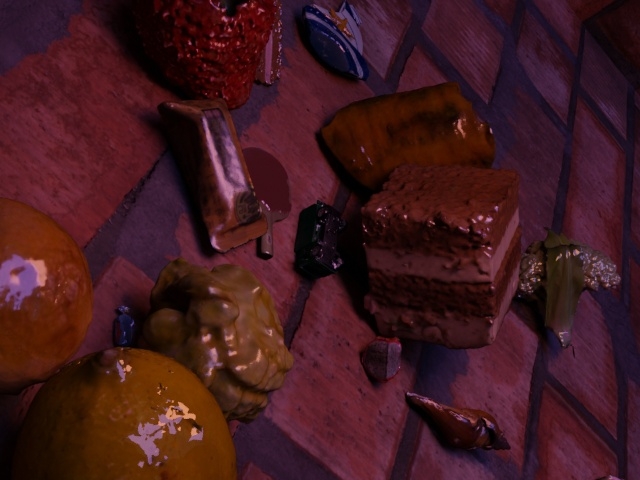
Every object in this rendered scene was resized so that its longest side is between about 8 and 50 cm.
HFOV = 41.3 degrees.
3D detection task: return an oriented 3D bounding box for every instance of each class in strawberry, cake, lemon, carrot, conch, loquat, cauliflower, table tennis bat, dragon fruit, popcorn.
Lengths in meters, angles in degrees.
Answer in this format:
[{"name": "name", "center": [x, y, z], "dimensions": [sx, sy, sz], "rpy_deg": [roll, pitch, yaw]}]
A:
[{"name": "strawberry", "center": [-0.208, -0.382, 1.500], "dimensions": [0.261, 0.257, 0.261], "rpy_deg": [16, 44, -16]}, {"name": "cake", "center": [0.238, 0.022, 1.621], "dimensions": [0.282, 0.256, 0.290], "rpy_deg": [-50, 141, -51]}, {"name": "lemon", "center": [-0.227, 0.261, 0.989], "dimensions": [0.258, 0.258, 0.310], "rpy_deg": [-32, 124, -52]}, {"name": "cake", "center": [-0.144, -0.454, 1.712], "dimensions": [0.116, 0.113, 0.295], "rpy_deg": [3, 77, -45]}, {"name": "carrot", "center": [0.195, -0.201, 1.803], "dimensions": [0.241, 0.341, 0.241], "rpy_deg": [-12, 90, -77]}, {"name": "conch", "center": [0.267, 0.360, 1.638], "dimensions": [0.233, 0.086, 0.080], "rpy_deg": [16, 97, -25]}, {"name": "loquat", "center": [-0.380, 0.066, 1.017], "dimensions": [0.238, 0.193, 0.238], "rpy_deg": [19, 56, -32]}, {"name": "cauliflower", "center": [0.578, 0.124, 2.053], "dimensions": [0.256, 0.239, 0.315], "rpy_deg": [1, 88, -32]}, {"name": "table tennis bat", "center": [-0.100, -0.071, 1.552], "dimensions": [0.131, 0.022, 0.234], "rpy_deg": [24, 49, -37]}, {"name": "dragon fruit", "center": [0.113, 0.217, 1.573], "dimensions": [0.056, 0.060, 0.083], "rpy_deg": [-9, 100, -57]}, {"name": "popcorn", "center": [-0.150, 0.154, 1.227], "dimensions": [0.255, 0.195, 0.256], "rpy_deg": [54, 38, -23]}]

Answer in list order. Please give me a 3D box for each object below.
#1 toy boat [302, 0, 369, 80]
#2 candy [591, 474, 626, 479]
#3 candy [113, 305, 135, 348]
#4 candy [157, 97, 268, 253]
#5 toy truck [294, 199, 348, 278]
[{"name": "toy boat", "center": [0.048, -0.482, 1.965], "dimensions": [0.220, 0.067, 0.291], "rpy_deg": [46, 29, -18]}, {"name": "candy", "center": [0.496, 0.540, 1.621], "dimensions": [0.155, 0.265, 0.115], "rpy_deg": [26, 46, -36]}, {"name": "candy", "center": [-0.281, 0.133, 1.220], "dimensions": [0.030, 0.020, 0.083], "rpy_deg": [23, 49, -37]}, {"name": "candy", "center": [-0.174, -0.115, 1.439], "dimensions": [0.143, 0.101, 0.271], "rpy_deg": [-18, 86, -45]}, {"name": "toy truck", "center": [0.000, 0.000, 1.568], "dimensions": [0.065, 0.079, 0.147], "rpy_deg": [34, 44, -30]}]
